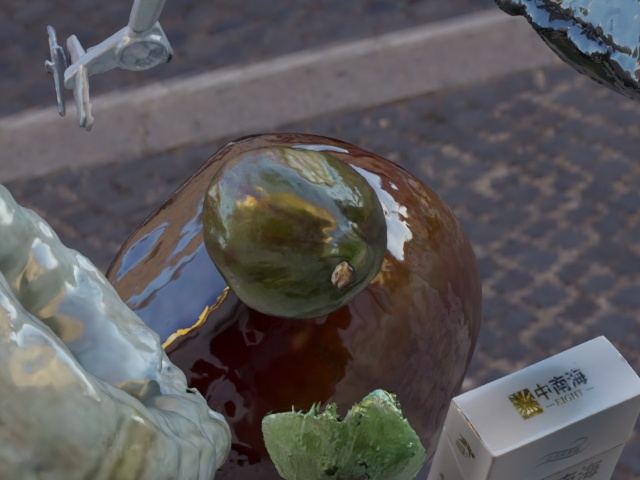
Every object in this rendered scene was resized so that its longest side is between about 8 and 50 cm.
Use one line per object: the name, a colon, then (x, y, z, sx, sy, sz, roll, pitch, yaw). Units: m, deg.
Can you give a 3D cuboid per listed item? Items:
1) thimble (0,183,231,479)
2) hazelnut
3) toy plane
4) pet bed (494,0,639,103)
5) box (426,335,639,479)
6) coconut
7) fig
thimble: (-0.202, 0.096, 1.067, 0.195, 0.291, 0.291, -42, 37, 3)
hazelnut: (-0.050, 0.097, 1.958, 0.402, 0.402, 0.429, 18, 74, 39)
toy plane: (-0.054, -0.149, 0.834, 0.107, 0.273, 0.182, 1, 36, -19)
pet bed: (0.242, -0.198, 1.345, 0.183, 0.159, 0.211, -52, 41, 3)
box: (0.163, 0.195, 1.543, 0.155, 0.243, 0.067, -22, 57, -24)
coconut: (0.027, 0.184, 1.630, 0.158, 0.133, 0.055, 20, 45, -25)
fig: (0.000, 0.000, 1.413, 0.149, 0.149, 0.245, -27, 18, -15)
